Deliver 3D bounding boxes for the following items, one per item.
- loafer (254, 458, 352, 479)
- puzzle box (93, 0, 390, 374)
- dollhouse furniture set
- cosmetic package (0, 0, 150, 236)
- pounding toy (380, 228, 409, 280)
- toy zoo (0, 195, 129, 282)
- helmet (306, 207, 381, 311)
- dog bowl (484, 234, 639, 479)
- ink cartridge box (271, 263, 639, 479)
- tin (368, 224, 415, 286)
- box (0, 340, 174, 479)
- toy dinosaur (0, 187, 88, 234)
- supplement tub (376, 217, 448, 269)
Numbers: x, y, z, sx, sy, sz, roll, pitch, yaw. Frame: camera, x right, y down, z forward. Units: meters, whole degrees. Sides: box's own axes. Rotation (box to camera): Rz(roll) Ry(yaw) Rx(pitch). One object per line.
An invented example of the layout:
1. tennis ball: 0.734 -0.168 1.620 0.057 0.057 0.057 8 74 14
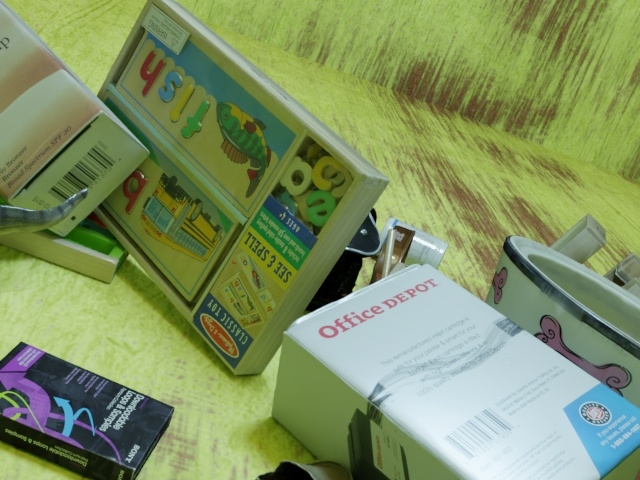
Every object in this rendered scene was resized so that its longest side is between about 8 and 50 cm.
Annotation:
1. loafer: -0.015 0.225 0.835 0.056 0.050 0.148 34 23 28
2. puzzle box: -0.136 -0.076 1.092 0.409 0.272 0.052 43 20 31
3. dollhouse furniture set: 0.490 0.102 1.627 0.242 0.161 0.212 46 22 1
4. cosmetic package: -0.363 -0.165 1.109 0.296 0.153 0.129 43 -3 25
5. pounding toy: 0.094 0.080 1.187 0.100 0.141 0.130 25 20 9
6. toy zoo: -0.325 -0.044 1.227 0.192 0.030 0.293 21 20 -4
7. helmet: 0.000 0.000 1.267 0.169 0.169 0.161 14 39 -23
8. dog bowl: 0.371 0.164 1.177 0.408 0.150 0.408 29 13 -7
9. ink cartridge box: 0.134 0.178 0.928 0.223 0.129 0.307 -22 45 -39
10. tin: 0.098 0.041 1.349 0.040 0.106 0.190 17 18 8
11. box: -0.222 0.154 0.831 0.162 0.029 0.116 24 20 0
12. toy dinosaur: -0.367 -0.005 0.952 0.268 0.118 0.064 2 28 -45
13. supplement tub: 0.147 0.013 1.521 0.107 0.071 0.071 25 20 7
